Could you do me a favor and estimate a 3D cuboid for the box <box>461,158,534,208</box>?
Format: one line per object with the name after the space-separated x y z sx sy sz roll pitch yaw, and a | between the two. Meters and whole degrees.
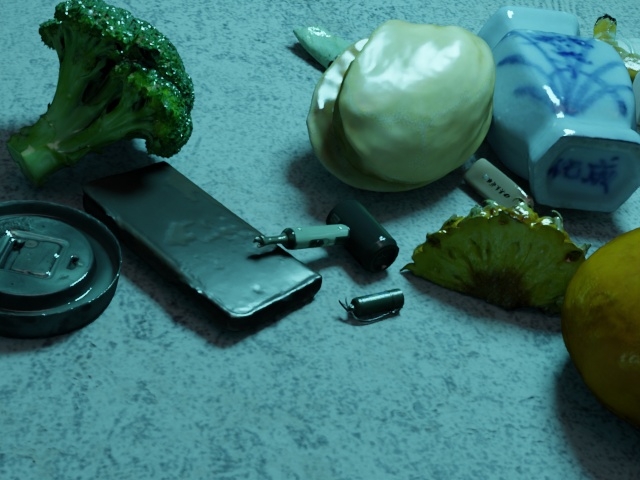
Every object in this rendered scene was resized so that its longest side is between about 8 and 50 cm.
0.260 -0.075 1.558 0.048 0.025 0.115 -42 55 -2 | box

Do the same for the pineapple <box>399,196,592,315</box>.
0.255 -0.011 1.402 0.249 0.140 0.164 18 35 12 | pineapple

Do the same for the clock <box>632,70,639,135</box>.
0.680 -0.146 1.670 0.325 0.184 0.342 5 37 -15 | clock

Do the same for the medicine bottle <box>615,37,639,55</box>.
0.643 -0.289 1.893 0.324 0.124 0.179 3 30 -10 | medicine bottle

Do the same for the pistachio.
0.125 -0.199 1.542 0.321 0.229 0.238 -32 90 -35 | pistachio

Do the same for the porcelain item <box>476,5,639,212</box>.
0.370 -0.218 1.668 0.242 0.178 0.405 5 36 -10 | porcelain item

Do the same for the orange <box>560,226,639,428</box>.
0.423 0.099 1.233 0.284 0.226 0.284 9 30 -5 | orange

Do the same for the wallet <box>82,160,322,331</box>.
-0.156 0.001 1.337 0.309 0.042 0.165 36 41 27 | wallet

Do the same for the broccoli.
-0.303 -0.184 1.419 0.254 0.269 0.269 46 42 2 | broccoli

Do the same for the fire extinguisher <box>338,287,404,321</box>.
0.064 0.081 1.312 0.083 0.025 0.038 -9 65 -27 | fire extinguisher

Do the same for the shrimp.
0.541 -0.328 1.794 0.161 0.049 0.166 -12 53 -5 | shrimp

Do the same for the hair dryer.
0.000 0.000 1.355 0.197 0.057 0.100 -5 39 -35 | hair dryer

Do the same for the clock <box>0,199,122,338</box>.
-0.342 0.031 1.242 0.215 0.042 0.215 8 36 -6 | clock

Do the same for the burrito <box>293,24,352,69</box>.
0.008 -0.335 1.825 0.074 0.044 0.118 -26 54 -36 | burrito
